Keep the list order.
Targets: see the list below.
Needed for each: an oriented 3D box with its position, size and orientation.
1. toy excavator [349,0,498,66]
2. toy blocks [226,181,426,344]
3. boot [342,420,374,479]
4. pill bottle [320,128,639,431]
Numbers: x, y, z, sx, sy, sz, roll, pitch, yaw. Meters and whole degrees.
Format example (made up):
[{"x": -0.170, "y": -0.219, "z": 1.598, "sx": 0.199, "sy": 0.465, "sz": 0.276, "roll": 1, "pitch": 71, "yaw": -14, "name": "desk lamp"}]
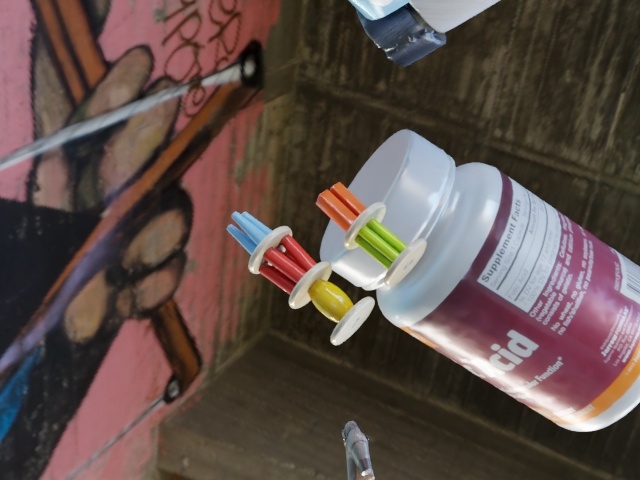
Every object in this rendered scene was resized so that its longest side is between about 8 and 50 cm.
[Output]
[{"x": 0.040, "y": -0.347, "z": 0.792, "sx": 0.222, "sy": 0.433, "sz": 0.445, "roll": -26, "pitch": -45, "yaw": 33, "name": "toy excavator"}, {"x": 0.000, "y": 0.000, "z": 0.787, "sx": 0.148, "sy": 0.054, "sz": 0.123, "roll": 40, "pitch": -97, "yaw": 17, "name": "toy blocks"}, {"x": 0.056, "y": 0.349, "z": 1.435, "sx": 0.118, "sy": 0.042, "sz": 0.087, "roll": 106, "pitch": -30, "yaw": -48, "name": "boot"}, {"x": 0.211, "y": 0.048, "z": 1.084, "sx": 0.392, "sy": 0.224, "sz": 0.224, "roll": 32, "pitch": -51, "yaw": -12, "name": "pill bottle"}]
